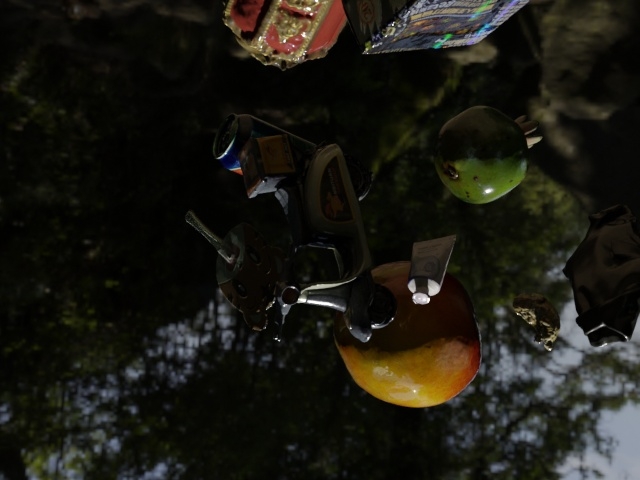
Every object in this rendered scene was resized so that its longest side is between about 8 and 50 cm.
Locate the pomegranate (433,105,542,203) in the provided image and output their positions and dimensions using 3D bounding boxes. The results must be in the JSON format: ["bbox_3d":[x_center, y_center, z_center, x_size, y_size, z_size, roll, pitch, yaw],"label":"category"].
[{"bbox_3d":[0.324,-0.173,1.801,0.225,0.187,0.187,-27,-167,-32],"label":"pomegranate"}]

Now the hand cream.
[{"bbox_3d":[0.183,0.046,1.627,0.084,0.142,0.053,-12,133,31],"label":"hand cream"}]

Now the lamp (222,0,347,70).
[{"bbox_3d":[-0.023,-0.360,1.243,0.177,0.177,0.274,6,135,-26],"label":"lamp"}]

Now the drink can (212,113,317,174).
[{"bbox_3d":[-0.105,-0.171,1.886,0.205,0.118,0.118,23,167,-27],"label":"drink can"}]

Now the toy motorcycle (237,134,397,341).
[{"bbox_3d":[0.000,0.000,1.153,0.157,0.263,0.091,-9,166,-22],"label":"toy motorcycle"}]

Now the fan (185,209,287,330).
[{"bbox_3d":[-0.135,0.022,1.436,0.008,0.152,0.227,-16,-131,-45],"label":"fan"}]

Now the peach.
[{"bbox_3d":[0.192,0.199,1.994,0.332,0.307,0.308,33,166,-18],"label":"peach"}]

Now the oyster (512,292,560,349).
[{"bbox_3d":[0.330,0.121,1.471,0.083,0.080,0.038,16,173,25],"label":"oyster"}]

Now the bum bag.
[{"bbox_3d":[0.427,0.057,1.408,0.080,0.142,0.326,35,-152,-8],"label":"bum bag"}]

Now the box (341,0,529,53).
[{"bbox_3d":[0.188,-0.324,1.075,0.198,0.084,0.310,-13,168,-34],"label":"box"}]
